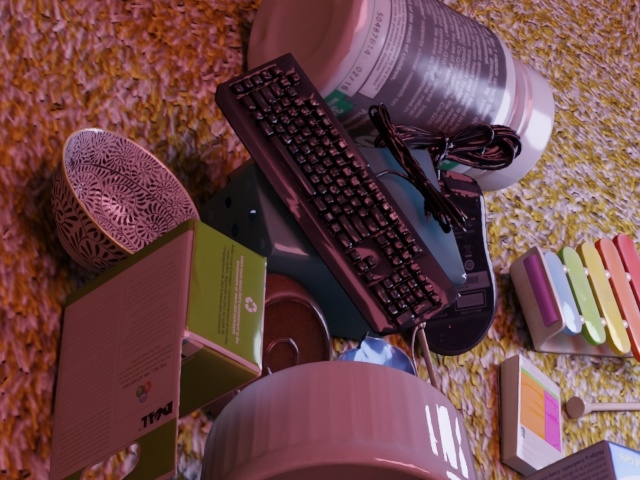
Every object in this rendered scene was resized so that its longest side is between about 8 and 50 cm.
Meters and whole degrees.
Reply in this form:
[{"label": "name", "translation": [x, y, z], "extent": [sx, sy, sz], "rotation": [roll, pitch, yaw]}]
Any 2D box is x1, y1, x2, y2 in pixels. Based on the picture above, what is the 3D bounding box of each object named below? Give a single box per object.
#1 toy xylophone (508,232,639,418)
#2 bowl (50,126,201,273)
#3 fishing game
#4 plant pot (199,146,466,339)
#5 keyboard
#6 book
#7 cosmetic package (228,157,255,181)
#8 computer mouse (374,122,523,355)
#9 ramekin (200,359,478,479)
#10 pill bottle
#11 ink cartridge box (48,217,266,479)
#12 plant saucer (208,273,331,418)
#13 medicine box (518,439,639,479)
[{"label": "toy xylophone", "translation": [0.373, 0.111, 2.155], "extent": [0.322, 0.081, 0.236], "rotation": [-4, 67, -50]}, {"label": "bowl", "translation": [-0.203, -0.019, 1.576], "extent": [0.170, 0.080, 0.170], "rotation": [34, 30, -23]}, {"label": "fishing game", "translation": [0.065, 0.191, 1.716], "extent": [0.264, 0.041, 0.189], "rotation": [-34, 113, -49]}, {"label": "plant pot", "translation": [0.000, 0.000, 1.747], "extent": [0.234, 0.165, 0.166], "rotation": [5, 60, -39]}, {"label": "keyboard", "translation": [0.044, -0.062, 1.691], "extent": [0.201, 0.033, 0.317], "rotation": [-28, 80, -40]}, {"label": "book", "translation": [0.260, 0.223, 1.983], "extent": [0.096, 0.035, 0.144], "rotation": [35, 41, -32]}, {"label": "cosmetic package", "translation": [-0.042, -0.074, 1.831], "extent": [0.115, 0.060, 0.041], "rotation": [-9, 71, -50]}, {"label": "computer mouse", "translation": [0.145, -0.002, 1.916], "extent": [0.188, 0.072, 0.272], "rotation": [-3, 95, -21]}, {"label": "ramekin", "translation": [0.017, 0.236, 1.496], "extent": [0.277, 0.277, 0.135], "rotation": [34, 34, -29]}, {"label": "pill bottle", "translation": [0.105, -0.195, 1.970], "extent": [0.361, 0.204, 0.204], "rotation": [22, 48, -38]}, {"label": "ink cartridge box", "translation": [-0.147, 0.137, 1.444], "extent": [0.097, 0.188, 0.255], "rotation": [29, 46, -35]}, {"label": "plant saucer", "translation": [-0.047, 0.118, 1.635], "extent": [0.168, 0.029, 0.169], "rotation": [-6, 99, -42]}, {"label": "medicine box", "translation": [0.382, 0.411, 1.883], "extent": [0.263, 0.149, 0.289], "rotation": [22, 48, -39]}]
